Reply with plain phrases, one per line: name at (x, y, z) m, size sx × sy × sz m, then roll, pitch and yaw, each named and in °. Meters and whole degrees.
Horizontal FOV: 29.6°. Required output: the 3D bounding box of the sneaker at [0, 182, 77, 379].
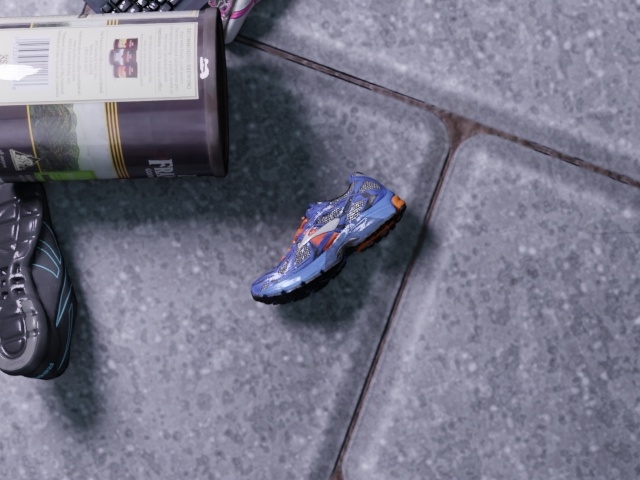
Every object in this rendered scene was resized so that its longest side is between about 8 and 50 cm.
sneaker at (-0.357, 0.046, 1.482) m, size 0.101 × 0.106 × 0.267 m, roll -15°, pitch 67°, yaw 20°

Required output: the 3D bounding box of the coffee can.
coffee can at (-0.252, -0.171, 1.436) m, size 0.275 × 0.201 × 0.201 m, roll -2°, pitch 87°, yaw 0°

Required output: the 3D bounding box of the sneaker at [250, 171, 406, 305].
sneaker at (0.000, 0.000, 1.502) m, size 0.221 × 0.083 × 0.087 m, roll -38°, pitch 75°, yaw -8°

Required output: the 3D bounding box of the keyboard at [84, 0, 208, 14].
keyboard at (-0.181, -0.407, 1.535) m, size 0.201 × 0.033 × 0.317 m, roll 45°, pitch 87°, yaw 2°

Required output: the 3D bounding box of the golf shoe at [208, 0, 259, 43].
golf shoe at (-0.081, -0.327, 1.513) m, size 0.086 × 0.067 × 0.186 m, roll 17°, pitch 104°, yaw -32°
